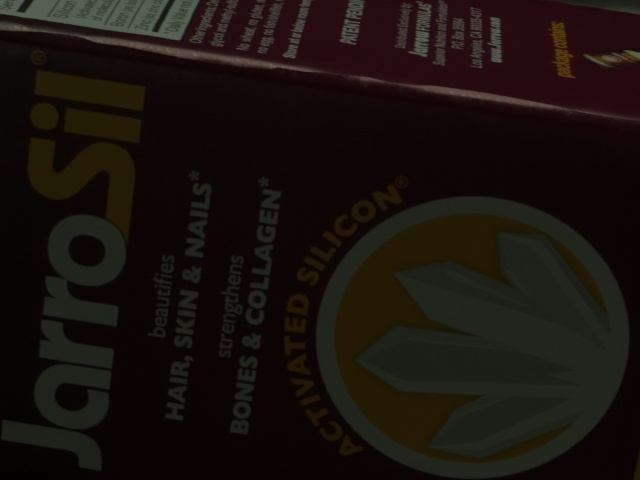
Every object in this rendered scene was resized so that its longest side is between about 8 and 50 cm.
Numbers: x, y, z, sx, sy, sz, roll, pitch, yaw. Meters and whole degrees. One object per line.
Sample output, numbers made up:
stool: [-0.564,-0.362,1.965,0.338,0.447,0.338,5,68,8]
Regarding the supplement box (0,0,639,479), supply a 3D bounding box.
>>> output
supplement box: [0.000,0.000,0.424,0.188,0.104,0.081,9,23,0]
